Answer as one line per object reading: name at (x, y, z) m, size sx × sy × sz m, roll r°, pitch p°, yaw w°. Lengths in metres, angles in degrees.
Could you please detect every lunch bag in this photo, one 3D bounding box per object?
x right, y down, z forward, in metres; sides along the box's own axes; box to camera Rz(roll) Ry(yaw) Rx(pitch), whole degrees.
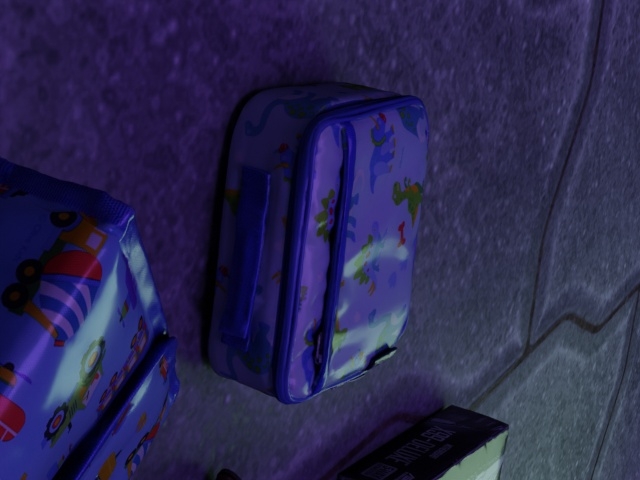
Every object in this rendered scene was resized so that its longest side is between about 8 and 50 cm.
lunch bag at (-0.171, 0.116, 0.605) m, size 0.221 × 0.138 × 0.293 m, roll -62°, pitch 163°, yaw -22°
lunch bag at (0.000, 0.000, 0.861) m, size 0.176 × 0.090 × 0.219 m, roll -15°, pitch 117°, yaw -55°

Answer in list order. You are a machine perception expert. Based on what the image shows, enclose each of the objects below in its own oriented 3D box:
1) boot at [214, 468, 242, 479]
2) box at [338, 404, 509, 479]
boot at (-0.098, 0.234, 0.870) m, size 0.114 × 0.037 × 0.106 m, roll -26°, pitch 125°, yaw -49°
box at (0.088, 0.348, 1.219) m, size 0.242 × 0.076 × 0.307 m, roll -15°, pitch 118°, yaw -57°
